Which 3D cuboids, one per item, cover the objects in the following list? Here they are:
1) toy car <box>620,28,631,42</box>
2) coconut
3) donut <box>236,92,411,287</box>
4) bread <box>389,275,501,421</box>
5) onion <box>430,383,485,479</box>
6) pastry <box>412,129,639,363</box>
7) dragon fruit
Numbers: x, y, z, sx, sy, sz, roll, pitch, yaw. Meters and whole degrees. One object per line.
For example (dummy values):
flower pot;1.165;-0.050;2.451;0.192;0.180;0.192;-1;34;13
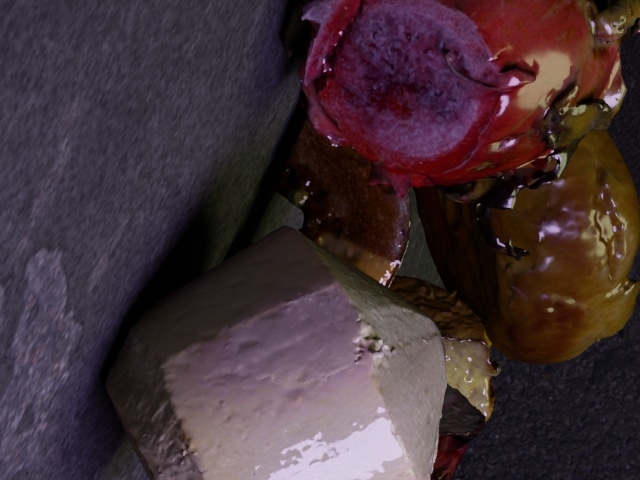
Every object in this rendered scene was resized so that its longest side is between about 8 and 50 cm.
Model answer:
toy car;0.362;-0.342;2.241;0.340;0.240;0.271;-50;160;-61
coconut;-0.020;0.122;1.478;0.244;0.239;0.239;-28;161;-8
donut;-0.001;0.002;1.648;0.217;0.141;0.085;-61;176;1
bread;0.063;0.109;1.978;0.139;0.229;0.143;-88;-179;-51
onion;0.000;0.191;1.770;0.230;0.256;0.272;-57;-147;25
pastry;0.197;-0.040;1.984;0.164;0.356;0.356;-18;154;-11
dragon fruit;0.124;-0.174;1.517;0.291;0.269;0.250;-44;166;-52
